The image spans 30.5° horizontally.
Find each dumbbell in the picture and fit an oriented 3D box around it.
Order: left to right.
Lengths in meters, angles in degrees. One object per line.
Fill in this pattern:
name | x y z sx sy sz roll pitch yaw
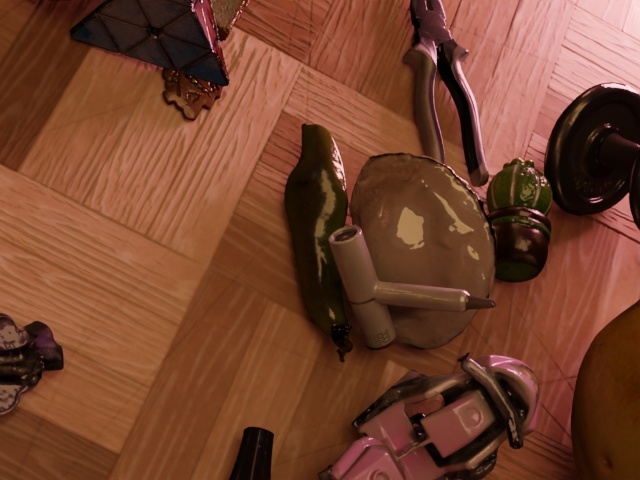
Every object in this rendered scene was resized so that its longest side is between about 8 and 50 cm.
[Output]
dumbbell | 0.419 -0.103 1.541 0.192 0.290 0.192 -16 117 -33

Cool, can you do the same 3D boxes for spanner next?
spanner | 0.166 -0.224 1.613 0.095 0.040 0.325 -2 70 -21

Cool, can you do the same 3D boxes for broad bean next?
broad bean | 0.002 0.002 1.441 0.067 0.075 0.325 11 64 -45

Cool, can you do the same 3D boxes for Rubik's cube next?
Rubik's cube | -0.218 -0.255 1.457 0.178 0.211 0.190 -17 108 10

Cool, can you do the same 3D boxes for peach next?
peach | 0.452 0.211 1.399 0.314 0.281 0.315 -18 40 9

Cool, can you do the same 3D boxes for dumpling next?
dumpling | 0.130 0.007 1.434 0.142 0.172 0.247 -18 94 -69

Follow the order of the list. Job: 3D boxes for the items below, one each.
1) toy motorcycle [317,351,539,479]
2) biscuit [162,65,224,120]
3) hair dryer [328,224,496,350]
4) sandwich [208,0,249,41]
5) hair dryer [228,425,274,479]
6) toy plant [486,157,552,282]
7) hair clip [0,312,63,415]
toy motorcycle | 0.125 0.219 1.323 0.327 0.188 0.143 -28 87 -28
biscuit | -0.158 -0.194 1.492 0.092 0.016 0.082 -20 76 -25
hair dryer | 0.113 0.049 1.344 0.155 0.183 0.044 68 30 -27
sandwich | -0.141 -0.322 1.540 0.093 0.036 0.105 32 61 -6
hair dryer | -0.026 0.286 1.232 0.075 0.219 0.195 36 53 -39
toy plant | 0.257 -0.032 1.535 0.093 0.093 0.162 15 62 -14
hair clip | -0.374 0.134 1.253 0.195 0.052 0.124 -1 63 -16
